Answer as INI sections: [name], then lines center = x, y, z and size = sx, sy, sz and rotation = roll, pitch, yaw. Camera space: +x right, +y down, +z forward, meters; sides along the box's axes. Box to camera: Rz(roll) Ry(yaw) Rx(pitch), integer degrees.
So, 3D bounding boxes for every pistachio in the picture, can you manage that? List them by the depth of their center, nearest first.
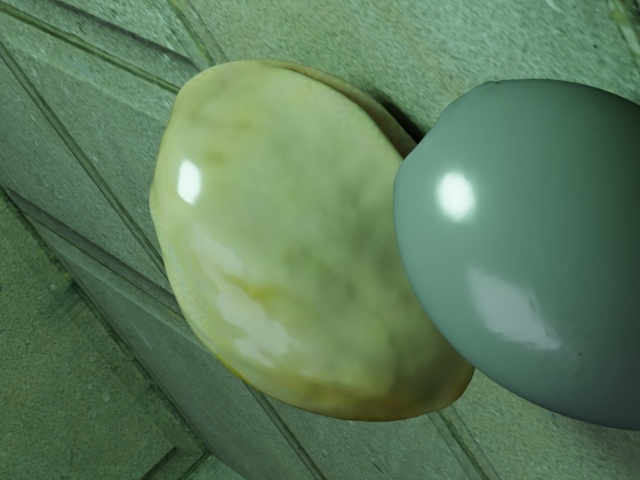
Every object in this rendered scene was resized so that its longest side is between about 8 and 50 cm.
[pistachio]
center = 0.000, 0.000, 1.428
size = 0.309, 0.230, 0.230
rotation = 42, 166, -1

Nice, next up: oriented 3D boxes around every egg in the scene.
[egg]
center = 0.153, 0.011, 1.066
size = 0.232, 0.176, 0.176
rotation = 35, 164, 13
